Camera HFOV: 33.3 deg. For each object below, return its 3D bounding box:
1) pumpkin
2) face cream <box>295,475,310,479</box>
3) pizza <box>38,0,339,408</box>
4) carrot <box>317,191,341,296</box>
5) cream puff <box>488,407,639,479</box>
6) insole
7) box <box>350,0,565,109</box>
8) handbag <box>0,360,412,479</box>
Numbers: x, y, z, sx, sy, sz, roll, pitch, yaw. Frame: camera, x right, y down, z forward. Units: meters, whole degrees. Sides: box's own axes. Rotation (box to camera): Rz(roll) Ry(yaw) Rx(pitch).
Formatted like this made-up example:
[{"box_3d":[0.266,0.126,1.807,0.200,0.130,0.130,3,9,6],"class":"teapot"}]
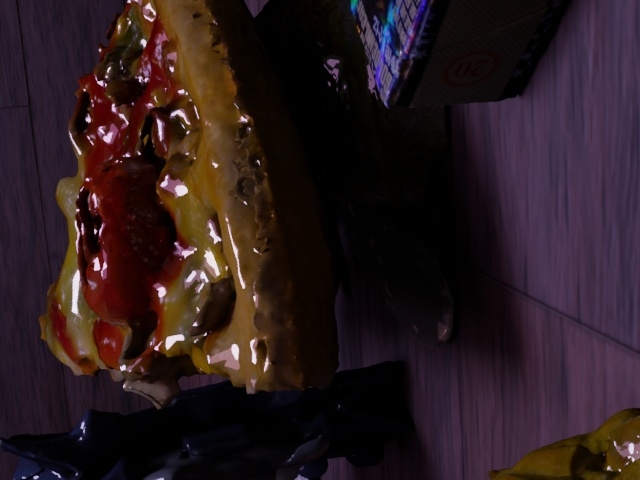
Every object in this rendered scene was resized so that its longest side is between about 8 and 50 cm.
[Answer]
[{"box_3d":[0.002,-0.156,0.809,0.163,0.111,0.278,104,156,-43],"class":"pumpkin"},{"box_3d":[-0.047,0.389,1.327,0.314,0.089,0.143,128,134,-54],"class":"face cream"},{"box_3d":[-0.149,0.003,0.844,0.406,0.130,0.440,-51,44,38],"class":"pizza"},{"box_3d":[0.000,0.000,1.035,0.035,0.035,0.142,118,150,-65],"class":"carrot"},{"box_3d":[0.137,0.128,0.422,0.146,0.116,0.146,176,90,-77],"class":"cream puff"},{"box_3d":[0.058,0.013,0.861,0.248,0.011,0.081,-124,33,-61],"class":"insole"},{"box_3d":[0.077,-0.234,0.529,0.310,0.084,0.198,109,150,-59],"class":"box"},{"box_3d":[-0.100,0.183,0.917,0.269,0.326,0.118,133,124,-72],"class":"handbag"}]
